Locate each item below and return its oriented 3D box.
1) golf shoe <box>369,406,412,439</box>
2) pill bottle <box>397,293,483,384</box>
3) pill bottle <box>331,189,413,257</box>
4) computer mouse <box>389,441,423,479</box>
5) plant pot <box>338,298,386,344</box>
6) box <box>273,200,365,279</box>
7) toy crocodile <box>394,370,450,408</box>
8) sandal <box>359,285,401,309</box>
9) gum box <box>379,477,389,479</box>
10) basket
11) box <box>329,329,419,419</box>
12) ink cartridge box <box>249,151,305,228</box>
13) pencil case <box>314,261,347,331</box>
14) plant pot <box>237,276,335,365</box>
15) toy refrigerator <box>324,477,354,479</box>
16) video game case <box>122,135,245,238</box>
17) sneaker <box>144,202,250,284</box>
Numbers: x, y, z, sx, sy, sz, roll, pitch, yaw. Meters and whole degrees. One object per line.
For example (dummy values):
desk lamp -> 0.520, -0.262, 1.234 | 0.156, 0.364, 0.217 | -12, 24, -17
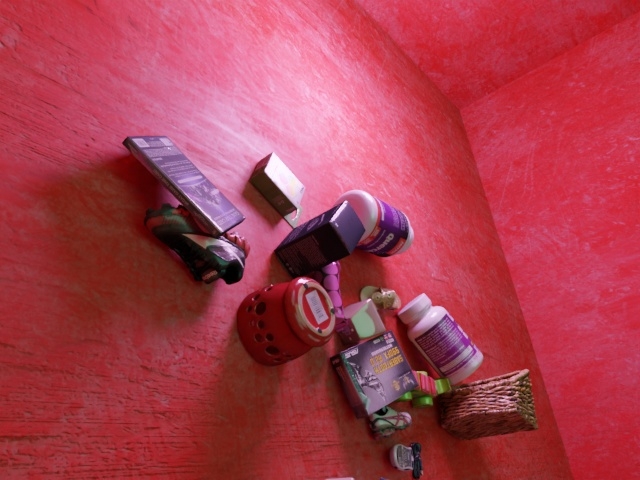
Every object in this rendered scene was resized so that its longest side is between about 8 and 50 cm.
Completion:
golf shoe -> 0.208, 0.519, 1.514 | 0.186, 0.068, 0.085 | 8, 61, -53
pill bottle -> 0.413, 0.340, 1.819 | 0.301, 0.169, 0.169 | 51, 31, 5
pill bottle -> 0.188, -0.045, 1.772 | 0.323, 0.182, 0.181 | 20, 52, -48
computer mouse -> 0.245, 0.636, 1.514 | 0.193, 0.042, 0.106 | 37, 45, -46
plant pot -> 0.107, 0.250, 1.528 | 0.096, 0.109, 0.109 | -26, 90, -45
box -> 0.000, 0.000, 1.439 | 0.108, 0.207, 0.153 | 57, 32, -12
toy crocodile -> 0.300, 0.461, 1.655 | 0.341, 0.105, 0.115 | 28, 46, -43
sandal -> 0.227, 0.190, 1.762 | 0.240, 0.079, 0.088 | 15, 56, -51
gum box -> 0.121, 0.677, 1.201 | 0.041, 0.157, 0.184 | 19, 39, 1
basket -> 0.565, 0.542, 1.804 | 0.213, 0.299, 0.223 | 39, 42, -33
box -> 0.157, 0.377, 1.478 | 0.231, 0.056, 0.183 | -12, 70, -42
ink cartridge box -> -0.106, -0.145, 1.524 | 0.209, 0.062, 0.109 | 48, 34, -26
pencil case -> 0.027, 0.154, 1.484 | 0.098, 0.095, 0.209 | 40, 37, -45
plant pot -> -0.074, 0.188, 1.236 | 0.191, 0.174, 0.191 | 32, 45, -39
toy refrigerator -> -0.003, 0.638, 1.101 | 0.269, 0.094, 0.102 | -31, 99, -57
video game case -> -0.293, -0.127, 1.155 | 0.274, 0.026, 0.196 | 47, 13, -4
sneaker -> -0.265, 0.019, 1.141 | 0.276, 0.098, 0.135 | 32, 42, -43
